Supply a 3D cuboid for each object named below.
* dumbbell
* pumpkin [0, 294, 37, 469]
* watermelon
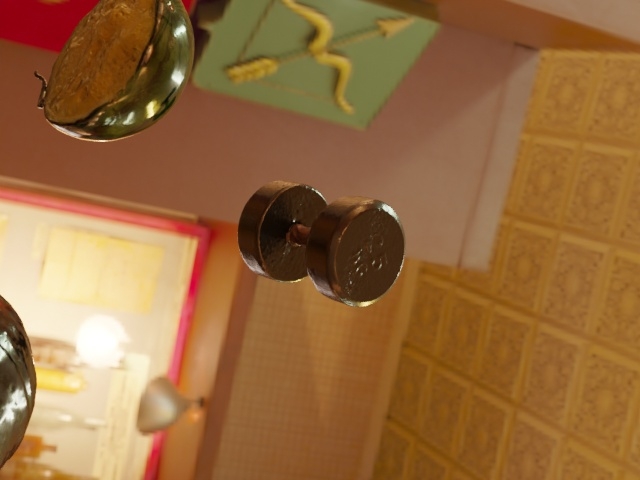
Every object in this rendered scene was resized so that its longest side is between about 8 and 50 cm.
[{"bbox_3d":[0.000,0.000,1.743,0.218,0.152,0.152,16,-85,48],"label":"dumbbell"},{"bbox_3d":[-0.423,0.165,1.184,0.238,0.315,0.315,68,-7,-29],"label":"pumpkin"},{"bbox_3d":[-0.233,-0.203,1.447,0.232,0.127,0.204,-43,-140,20],"label":"watermelon"}]
